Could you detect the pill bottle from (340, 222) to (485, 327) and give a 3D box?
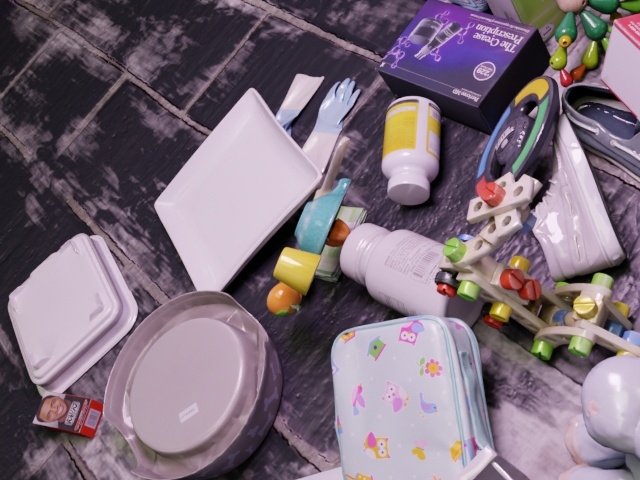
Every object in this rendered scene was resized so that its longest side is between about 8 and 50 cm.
[{"bbox_3d":[0.147,0.055,1.324,0.229,0.131,0.131,25,78,40],"label":"pill bottle"}]

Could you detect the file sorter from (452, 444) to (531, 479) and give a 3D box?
[{"bbox_3d":[0.196,0.435,1.019,0.277,0.193,0.173,-45,51,1],"label":"file sorter"}]

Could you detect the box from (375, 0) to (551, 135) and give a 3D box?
[{"bbox_3d":[0.261,-0.327,1.512,0.261,0.103,0.184,31,84,41],"label":"box"}]

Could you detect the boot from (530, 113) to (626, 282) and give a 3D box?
[{"bbox_3d":[0.370,-0.065,1.262,0.123,0.095,0.258,-23,64,23],"label":"boot"}]

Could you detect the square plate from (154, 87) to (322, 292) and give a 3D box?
[{"bbox_3d":[-0.172,-0.094,1.650,0.344,0.049,0.347,-48,46,13],"label":"square plate"}]

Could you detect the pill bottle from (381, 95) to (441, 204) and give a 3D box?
[{"bbox_3d":[0.164,-0.161,1.467,0.103,0.103,0.184,-9,57,28],"label":"pill bottle"}]

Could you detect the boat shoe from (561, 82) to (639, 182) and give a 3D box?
[{"bbox_3d":[0.503,-0.160,1.248,0.116,0.099,0.319,-51,48,-4],"label":"boat shoe"}]

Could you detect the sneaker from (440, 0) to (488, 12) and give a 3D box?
[{"bbox_3d":[0.242,-0.502,1.628,0.110,0.122,0.283,-24,24,-10],"label":"sneaker"}]

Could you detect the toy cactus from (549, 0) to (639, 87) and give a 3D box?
[{"bbox_3d":[0.454,-0.378,1.381,0.219,0.112,0.180,-38,90,-2],"label":"toy cactus"}]

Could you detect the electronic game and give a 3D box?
[{"bbox_3d":[0.318,-0.163,1.328,0.229,0.048,0.229,-62,10,19],"label":"electronic game"}]

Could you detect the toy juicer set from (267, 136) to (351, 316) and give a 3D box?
[{"bbox_3d":[0.000,0.000,1.423,0.090,0.209,0.329,22,51,2],"label":"toy juicer set"}]

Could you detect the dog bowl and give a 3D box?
[{"bbox_3d":[-0.221,0.266,1.454,0.349,0.102,0.348,-17,55,25],"label":"dog bowl"}]

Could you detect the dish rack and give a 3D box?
[{"bbox_3d":[-0.561,0.146,1.774,0.285,0.072,0.333,-43,47,4],"label":"dish rack"}]

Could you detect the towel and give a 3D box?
[{"bbox_3d":[0.013,0.000,1.520,0.113,0.023,0.152,11,68,36],"label":"towel"}]

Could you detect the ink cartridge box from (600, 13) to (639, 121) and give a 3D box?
[{"bbox_3d":[0.584,-0.254,1.173,0.273,0.114,0.197,-16,49,-10],"label":"ink cartridge box"}]

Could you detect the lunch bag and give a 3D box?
[{"bbox_3d":[0.137,0.253,1.177,0.224,0.108,0.279,-15,73,31],"label":"lunch bag"}]

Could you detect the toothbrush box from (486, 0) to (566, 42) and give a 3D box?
[{"bbox_3d":[0.425,-0.522,1.454,0.283,0.206,0.122,-42,48,3],"label":"toothbrush box"}]

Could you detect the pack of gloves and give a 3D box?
[{"bbox_3d":[-0.033,-0.257,1.696,0.195,0.046,0.232,12,69,38],"label":"pack of gloves"}]

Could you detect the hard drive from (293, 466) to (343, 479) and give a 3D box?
[{"bbox_3d":[-0.021,0.531,1.194,0.233,0.047,0.353,-22,52,20],"label":"hard drive"}]

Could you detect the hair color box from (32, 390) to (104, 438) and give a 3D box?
[{"bbox_3d":[-0.503,0.347,1.626,0.141,0.043,0.072,-1,63,34],"label":"hair color box"}]

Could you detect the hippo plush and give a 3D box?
[{"bbox_3d":[0.393,0.267,0.951,0.234,0.236,0.294,-45,47,-5],"label":"hippo plush"}]

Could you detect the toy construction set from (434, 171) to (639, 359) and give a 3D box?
[{"bbox_3d":[0.291,0.057,1.134,0.151,0.327,0.215,-50,23,-21],"label":"toy construction set"}]
